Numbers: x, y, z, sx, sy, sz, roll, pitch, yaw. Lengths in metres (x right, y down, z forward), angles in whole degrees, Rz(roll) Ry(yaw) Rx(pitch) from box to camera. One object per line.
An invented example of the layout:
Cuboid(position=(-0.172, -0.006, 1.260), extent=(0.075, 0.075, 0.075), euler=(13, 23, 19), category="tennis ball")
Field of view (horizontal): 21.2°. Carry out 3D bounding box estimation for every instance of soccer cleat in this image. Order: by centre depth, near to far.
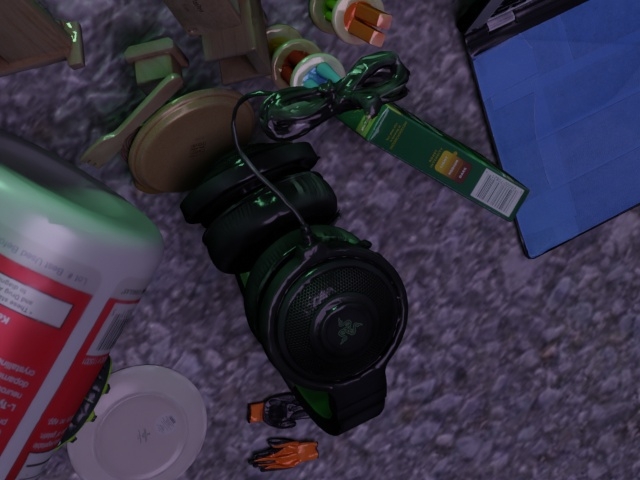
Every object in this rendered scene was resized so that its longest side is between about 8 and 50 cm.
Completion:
Cuboid(position=(-0.264, 0.166, 1.576), extent=(0.179, 0.060, 0.072), euler=(-48, 119, 3), category="soccer cleat")

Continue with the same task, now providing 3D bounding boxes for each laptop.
Cuboid(position=(0.355, -0.197, 1.609), extent=(0.382, 0.408, 0.236), euler=(-27, 85, -13), category="laptop")

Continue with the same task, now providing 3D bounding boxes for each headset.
Cuboid(position=(0.000, 0.000, 1.477), extent=(0.185, 0.243, 0.394), euler=(-25, 146, -12), category="headset")

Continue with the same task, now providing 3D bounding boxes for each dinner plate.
Cuboid(position=(-0.174, 0.187, 1.649), extent=(0.141, 0.017, 0.141), euler=(-9, 114, -22), category="dinner plate")

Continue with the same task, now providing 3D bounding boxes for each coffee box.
Cuboid(position=(0.100, -0.087, 1.604), extent=(0.184, 0.113, 0.040), euler=(27, 99, -28), category="coffee box")

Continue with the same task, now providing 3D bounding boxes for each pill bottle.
Cuboid(position=(-0.321, 0.120, 1.433), extent=(0.229, 0.229, 0.408), euler=(26, 98, -30), category="pill bottle")

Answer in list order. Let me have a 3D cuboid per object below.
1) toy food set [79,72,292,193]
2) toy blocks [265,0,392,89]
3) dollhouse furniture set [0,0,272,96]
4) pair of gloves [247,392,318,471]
Cuboid(position=(-0.120, -0.091, 1.518), extent=(0.132, 0.038, 0.192), euler=(-42, 147, 14), category="toy food set")
Cuboid(position=(0.015, -0.170, 1.511), extent=(0.123, 0.148, 0.054), euler=(-39, 121, -4), category="toy blocks")
Cuboid(position=(-0.252, -0.226, 1.409), extent=(0.355, 0.174, 0.303), euler=(-12, 161, 11), category="dollhouse furniture set")
Cuboid(position=(-0.038, 0.192, 1.714), extent=(0.074, 0.010, 0.083), euler=(-9, 111, -19), category="pair of gloves")
